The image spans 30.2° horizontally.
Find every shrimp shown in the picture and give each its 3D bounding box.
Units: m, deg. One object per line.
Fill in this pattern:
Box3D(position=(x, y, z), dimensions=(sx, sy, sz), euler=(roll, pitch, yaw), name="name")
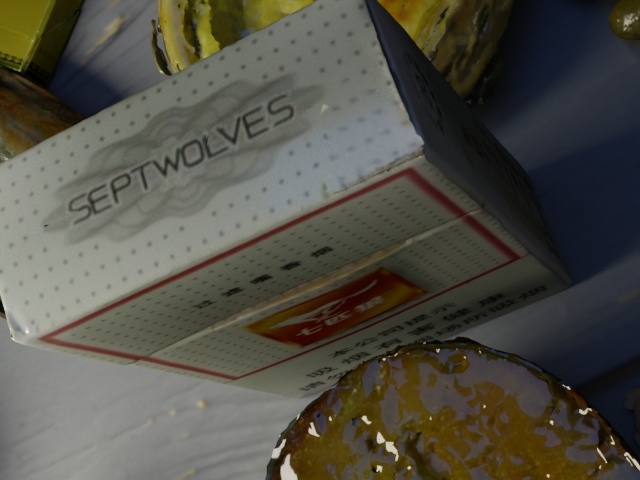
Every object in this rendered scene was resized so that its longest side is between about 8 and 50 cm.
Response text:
Box3D(position=(-0.232, -0.032, 0.917), dimensions=(0.253, 0.058, 0.173), euler=(28, 98, 23), name="shrimp")

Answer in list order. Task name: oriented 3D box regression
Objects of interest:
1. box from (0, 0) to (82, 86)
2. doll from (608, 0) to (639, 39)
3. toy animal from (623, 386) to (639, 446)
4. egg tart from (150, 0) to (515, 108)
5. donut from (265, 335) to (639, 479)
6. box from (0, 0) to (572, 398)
Box3D(position=(-0.240, -0.277, 0.977), dimensions=(0.153, 0.041, 0.279), euler=(20, 87, 24), name="box")
Box3D(position=(0.227, -0.191, 0.744), dimensions=(0.209, 0.097, 0.137), euler=(24, 128, 30), name="doll")
Box3D(position=(0.221, 0.077, 0.686), dimensions=(0.114, 0.082, 0.091), euler=(-38, 66, 11), name="toy animal")
Box3D(position=(0.012, -0.172, 0.826), dimensions=(0.279, 0.095, 0.278), euler=(-3, 83, 23), name="egg tart")
Box3D(position=(0.098, 0.195, 0.704), dimensions=(0.272, 0.107, 0.272), euler=(-3, 82, 22), name="donut")
Box3D(position=(-0.001, 0.000, 0.657), dimensions=(0.210, 0.330, 0.095), euler=(-25, 69, 16), name="box")
